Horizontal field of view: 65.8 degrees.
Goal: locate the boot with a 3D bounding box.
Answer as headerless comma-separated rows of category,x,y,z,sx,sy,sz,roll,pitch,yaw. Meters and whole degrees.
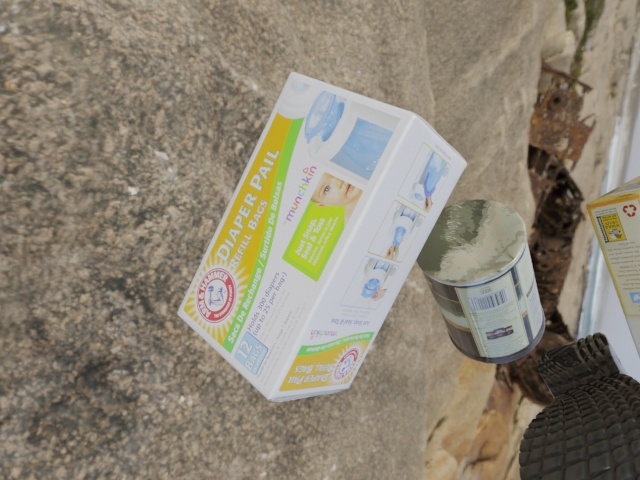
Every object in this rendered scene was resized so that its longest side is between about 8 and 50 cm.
boot,0.309,0.241,0.474,0.338,0.118,0.223,-22,81,-58

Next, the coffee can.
coffee can,0.320,0.085,0.977,0.202,0.201,0.275,-61,138,-31

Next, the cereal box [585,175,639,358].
cereal box,0.311,0.055,0.389,0.173,0.047,0.240,-21,93,-30

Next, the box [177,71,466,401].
box,0.000,0.000,0.371,0.103,0.114,0.203,17,101,-55
